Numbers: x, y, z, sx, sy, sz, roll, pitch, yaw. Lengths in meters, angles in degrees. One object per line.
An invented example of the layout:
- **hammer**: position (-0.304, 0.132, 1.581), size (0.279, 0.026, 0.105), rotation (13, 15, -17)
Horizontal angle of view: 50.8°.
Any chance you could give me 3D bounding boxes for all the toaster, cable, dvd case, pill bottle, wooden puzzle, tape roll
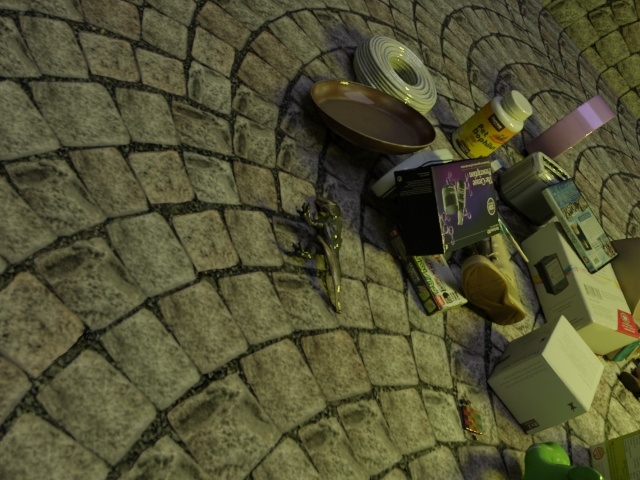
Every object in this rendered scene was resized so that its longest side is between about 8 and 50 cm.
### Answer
- **toaster**: position (0.616, -0.155, 1.930), size (0.227, 0.146, 0.129), rotation (33, 41, -20)
- **cable**: position (0.199, -0.438, 1.804), size (0.257, 0.089, 0.257), rotation (12, 52, -37)
- **dvd case**: position (0.694, -0.044, 1.794), size (0.180, 0.022, 0.253), rotation (-18, 76, -48)
- **pill bottle**: position (0.478, -0.318, 1.874), size (0.117, 0.215, 0.117), rotation (25, 45, -27)
- **wooden puzzle**: position (0.299, 0.354, 1.330), size (0.049, 0.006, 0.083), rotation (25, 45, -28)
- **tape roll**: position (0.792, -0.345, 2.148), size (0.090, 0.275, 0.275), rotation (54, 39, 6)

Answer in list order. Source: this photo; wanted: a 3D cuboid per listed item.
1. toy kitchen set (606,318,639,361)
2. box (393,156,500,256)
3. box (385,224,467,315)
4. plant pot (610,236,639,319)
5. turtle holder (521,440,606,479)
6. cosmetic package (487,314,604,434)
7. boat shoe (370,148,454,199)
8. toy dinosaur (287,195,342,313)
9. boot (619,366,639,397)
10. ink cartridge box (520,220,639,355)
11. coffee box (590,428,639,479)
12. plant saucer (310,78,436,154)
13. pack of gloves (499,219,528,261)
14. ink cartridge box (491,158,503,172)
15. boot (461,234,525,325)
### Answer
- **toy kitchen set**: position (0.898, 0.308, 1.804), size (0.207, 0.122, 0.166), rotation (5, 35, -43)
- **box**: position (0.283, -0.079, 1.476), size (0.261, 0.103, 0.184), rotation (-16, 101, -48)
- **box**: position (0.233, 0.058, 1.480), size (0.114, 0.036, 0.207), rotation (-7, 65, -46)
- **plant pot**: position (0.883, 0.103, 1.919), size (0.284, 0.284, 0.191), rotation (0, 28, -44)
- **turtle holder**: position (0.438, 0.523, 1.184), size (0.227, 0.243, 0.320), rotation (39, -3, -36)
- **cosmetic package**: position (0.485, 0.287, 1.446), size (0.151, 0.151, 0.184), rotation (52, 38, 3)
- **boat shoe**: position (0.247, -0.138, 1.583), size (0.335, 0.121, 0.119), rotation (-23, 79, -49)
- **toy dinosaur**: position (0.000, 0.000, 1.289), size (0.118, 0.064, 0.268), rotation (27, 47, -36)
- **boot**: position (0.856, 0.369, 1.830), size (0.106, 0.037, 0.114), rotation (48, 36, -2)
- **ink cartridge box**: position (0.682, 0.128, 1.778), size (0.226, 0.131, 0.306), rotation (19, 47, -32)
- **coffee box**: position (0.813, 0.589, 1.370), size (0.337, 0.334, 0.338), rotation (33, 42, -21)
- **plant saucer**: position (0.117, -0.281, 1.563), size (0.310, 0.050, 0.310), rotation (15, 33, -10)
- **pack of gloves**: position (0.414, -0.059, 1.685), size (0.232, 0.046, 0.195), rotation (48, 14, -31)
- **ink cartridge box**: position (0.481, -0.201, 1.915), size (0.028, 0.048, 0.083), rotation (55, 39, 6)
- **boot**: position (0.382, 0.055, 1.547), size (0.262, 0.095, 0.203), rotation (40, 35, -41)
